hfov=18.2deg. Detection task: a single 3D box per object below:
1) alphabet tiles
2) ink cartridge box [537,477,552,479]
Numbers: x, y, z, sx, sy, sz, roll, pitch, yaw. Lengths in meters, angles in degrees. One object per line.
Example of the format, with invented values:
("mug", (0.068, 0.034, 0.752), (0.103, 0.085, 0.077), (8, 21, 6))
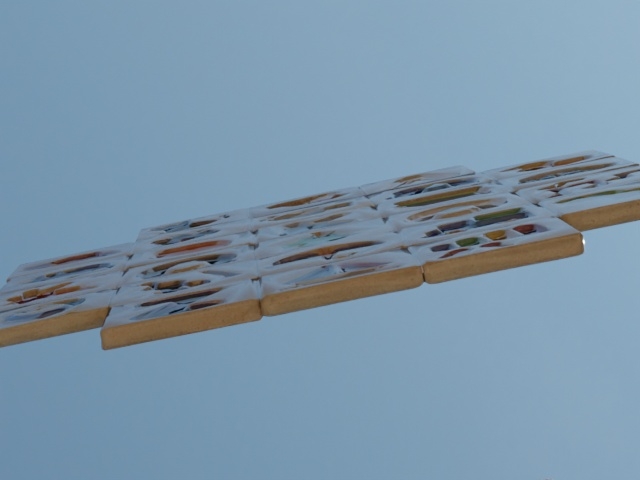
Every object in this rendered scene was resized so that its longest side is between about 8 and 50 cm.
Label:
("alphabet tiles", (0.000, 0.000, 0.853), (0.285, 0.342, 0.011), (-12, -83, -2))
("ink cartridge box", (0.097, 0.201, 0.469), (0.283, 0.207, 0.117), (42, -107, 1))
